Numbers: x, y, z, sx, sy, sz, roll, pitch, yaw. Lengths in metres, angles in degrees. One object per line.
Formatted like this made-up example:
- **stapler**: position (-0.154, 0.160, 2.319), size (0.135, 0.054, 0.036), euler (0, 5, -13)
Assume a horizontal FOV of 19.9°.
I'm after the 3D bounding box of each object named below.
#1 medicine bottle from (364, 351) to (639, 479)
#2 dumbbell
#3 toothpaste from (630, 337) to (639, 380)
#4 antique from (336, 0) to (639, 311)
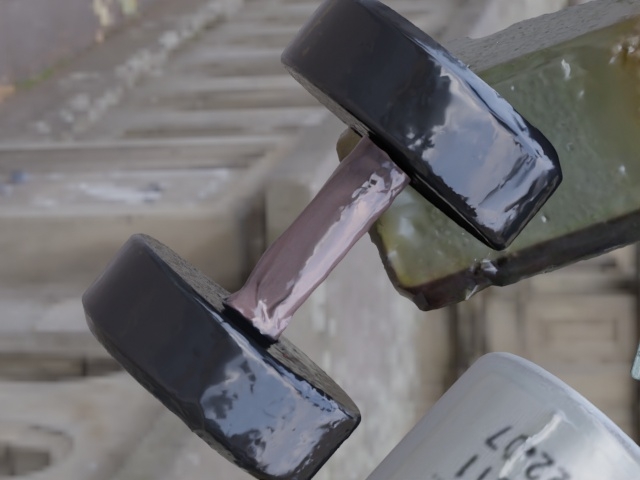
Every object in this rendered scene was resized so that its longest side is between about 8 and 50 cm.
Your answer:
- **medicine bottle**: position (0.083, 0.281, 1.376), size (0.371, 0.211, 0.211), euler (-47, 151, -12)
- **dumbbell**: position (0.000, 0.000, 0.921), size (0.218, 0.152, 0.152), euler (-50, 162, 1)
- **toothpaste**: position (0.376, 0.126, 1.625), size (0.029, 0.197, 0.048), euler (-12, 117, -86)
- **antique**: position (0.168, -0.070, 1.035), size (0.125, 0.284, 0.150), euler (67, 27, -14)
